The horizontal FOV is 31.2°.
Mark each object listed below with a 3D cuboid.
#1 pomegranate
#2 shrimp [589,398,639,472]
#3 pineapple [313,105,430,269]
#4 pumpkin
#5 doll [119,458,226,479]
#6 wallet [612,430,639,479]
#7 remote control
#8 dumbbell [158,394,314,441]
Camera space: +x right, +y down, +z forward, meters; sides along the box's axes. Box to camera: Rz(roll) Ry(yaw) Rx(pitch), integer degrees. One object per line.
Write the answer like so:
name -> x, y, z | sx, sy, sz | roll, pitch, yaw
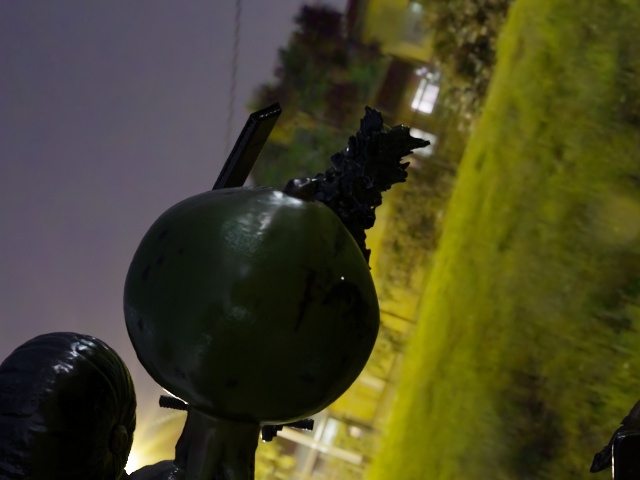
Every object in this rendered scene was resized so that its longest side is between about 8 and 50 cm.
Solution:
pomegranate -> -0.072, 0.101, 1.161 | 0.260, 0.261, 0.340 | 55, -138, -84
shrimp -> 0.498, 0.326, 1.851 | 0.195, 0.035, 0.148 | -45, -31, -20
pineapple -> 0.000, 0.000, 1.435 | 0.362, 0.202, 0.202 | -53, -1, 12
pumpkin -> -0.366, 0.236, 1.474 | 0.248, 0.248, 0.248 | 20, -90, -85
doll -> -0.304, 0.589, 2.234 | 0.382, 0.378, 0.252 | -4, -53, -35
wallet -> 0.362, 0.295, 1.305 | 0.018, 0.082, 0.156 | -5, 84, 57
remote control -> -0.122, -0.134, 1.819 | 0.063, 0.025, 0.245 | -26, -18, -33
dumbbell -> -0.136, 0.279, 1.851 | 0.081, 0.254, 0.081 | 8, -90, -84
